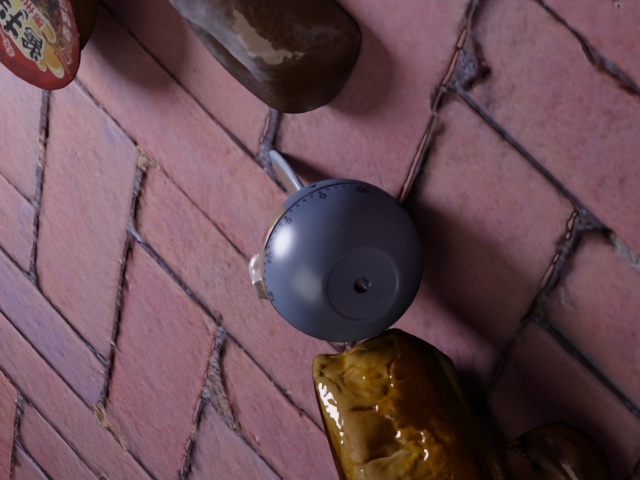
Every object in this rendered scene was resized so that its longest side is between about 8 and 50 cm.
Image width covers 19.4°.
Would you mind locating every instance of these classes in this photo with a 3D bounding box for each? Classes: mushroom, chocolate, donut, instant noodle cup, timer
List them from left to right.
[{"bbox_3d":[-0.315,-0.303,2.027,0.274,0.091,0.274,36,145,30],"label":"instant noodle cup"},{"bbox_3d":[-0.085,-0.225,1.782,0.254,0.080,0.157,49,150,11],"label":"chocolate"},{"bbox_3d":[-0.010,0.011,1.839,0.255,0.175,0.175,15,132,50],"label":"timer"},{"bbox_3d":[0.112,0.240,1.829,0.330,0.160,0.330,59,-168,-21],"label":"donut"},{"bbox_3d":[0.226,0.232,1.792,0.127,0.087,0.127,40,147,33],"label":"mushroom"}]
